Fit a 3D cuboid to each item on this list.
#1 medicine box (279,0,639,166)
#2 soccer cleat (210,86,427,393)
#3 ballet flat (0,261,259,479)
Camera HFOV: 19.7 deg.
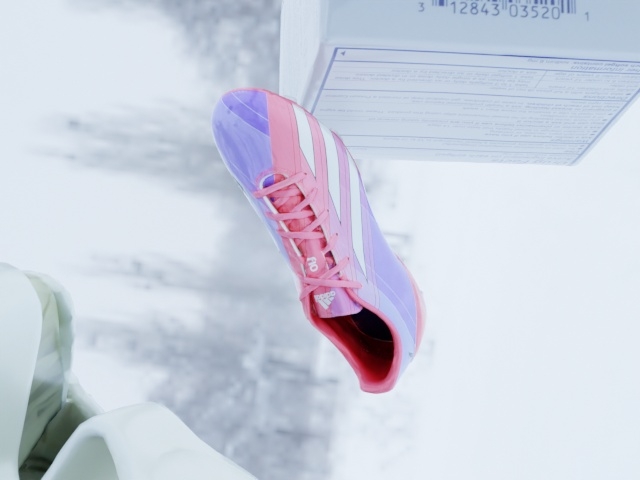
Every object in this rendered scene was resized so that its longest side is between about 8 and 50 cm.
[{"bbox_3d":[0.111,-0.168,1.471,0.289,0.263,0.149,118,152,-74],"label":"medicine box"},{"bbox_3d":[0.000,0.000,1.314,0.248,0.083,0.095,56,-150,-28],"label":"soccer cleat"},{"bbox_3d":[-0.080,0.086,0.553,0.147,0.409,0.147,-30,-40,-30],"label":"ballet flat"}]
